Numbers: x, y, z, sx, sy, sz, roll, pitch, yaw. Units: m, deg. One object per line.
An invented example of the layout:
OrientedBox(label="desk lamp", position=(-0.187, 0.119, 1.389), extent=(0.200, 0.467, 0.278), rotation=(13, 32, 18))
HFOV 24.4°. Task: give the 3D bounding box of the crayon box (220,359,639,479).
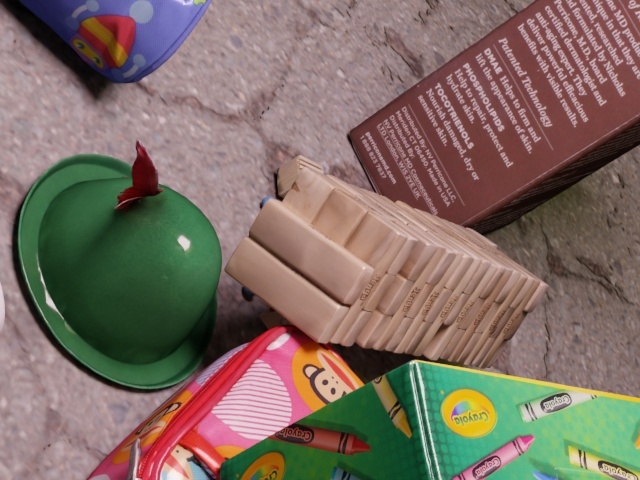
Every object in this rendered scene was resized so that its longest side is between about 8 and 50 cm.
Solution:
OrientedBox(label="crayon box", position=(0.100, 0.152, 0.881), extent=(0.278, 0.165, 0.081), rotation=(13, 56, -40))

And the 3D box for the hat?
OrientedBox(label="hat", position=(-0.080, -0.010, 0.965), extent=(0.173, 0.183, 0.208), rotation=(49, 36, -15))

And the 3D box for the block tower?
OrientedBox(label="block tower", position=(0.066, 0.029, 1.111), extent=(0.097, 0.091, 0.335), rotation=(37, 10, 25))

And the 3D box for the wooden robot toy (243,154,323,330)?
OrientedBox(label="wooden robot toy", position=(0.000, 0.000, 1.152), extent=(0.076, 0.079, 0.173), rotation=(38, 40, -27))

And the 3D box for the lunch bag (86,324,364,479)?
OrientedBox(label="lunch bag", position=(-0.018, 0.224, 0.937), extent=(0.293, 0.120, 0.258), rotation=(53, 39, -6))

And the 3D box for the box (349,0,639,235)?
OrientedBox(label="box", position=(0.229, -0.140, 1.277), extent=(0.191, 0.381, 0.143), rotation=(-17, 78, -55))

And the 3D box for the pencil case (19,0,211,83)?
OrientedBox(label="pencil case", position=(-0.200, -0.251, 1.052), extent=(0.306, 0.119, 0.133), rotation=(45, 61, -20))

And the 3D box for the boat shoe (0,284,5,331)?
OrientedBox(label="boat shoe", position=(-0.283, -0.036, 0.812), extent=(0.267, 0.096, 0.088), rotation=(55, 38, -3))
